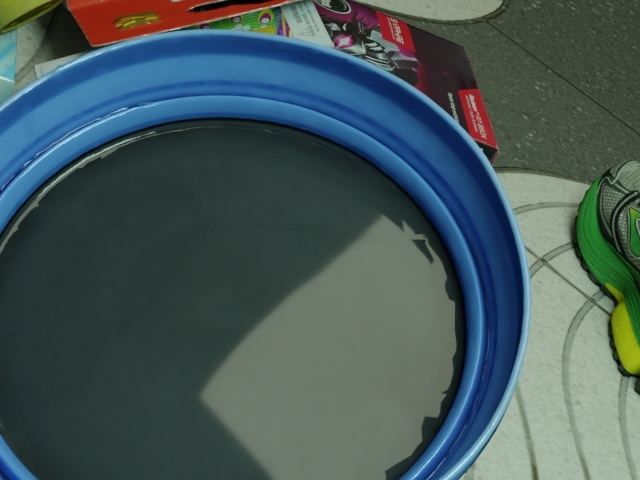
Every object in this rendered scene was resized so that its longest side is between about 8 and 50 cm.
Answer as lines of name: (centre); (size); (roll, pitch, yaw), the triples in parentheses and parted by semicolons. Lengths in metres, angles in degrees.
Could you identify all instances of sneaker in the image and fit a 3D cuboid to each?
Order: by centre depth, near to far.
sneaker: (0.372, 0.017, 1.228); (0.134, 0.146, 0.343); (19, 33, -17)

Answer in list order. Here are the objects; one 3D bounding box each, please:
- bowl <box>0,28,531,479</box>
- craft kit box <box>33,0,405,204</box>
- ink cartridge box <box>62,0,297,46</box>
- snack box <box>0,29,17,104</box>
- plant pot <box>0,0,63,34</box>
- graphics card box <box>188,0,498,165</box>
bowl: (-0.063, 0.032, 0.763); (0.391, 0.077, 0.391); (2, 58, -4)
craft kit box: (-0.087, -0.078, 0.942); (0.247, 0.061, 0.250); (-19, 52, -6)
ink cartridge box: (-0.111, -0.307, 1.116); (0.308, 0.091, 0.385); (-16, 30, -13)
snack box: (-0.368, -0.233, 1.051); (0.187, 0.060, 0.322); (14, 35, -24)
plant pot: (-0.264, -0.228, 0.974); (0.095, 0.134, 0.134); (61, 32, -9)
graphics card box: (-0.002, -0.184, 1.253); (0.371, 0.094, 0.232); (18, 34, -16)
